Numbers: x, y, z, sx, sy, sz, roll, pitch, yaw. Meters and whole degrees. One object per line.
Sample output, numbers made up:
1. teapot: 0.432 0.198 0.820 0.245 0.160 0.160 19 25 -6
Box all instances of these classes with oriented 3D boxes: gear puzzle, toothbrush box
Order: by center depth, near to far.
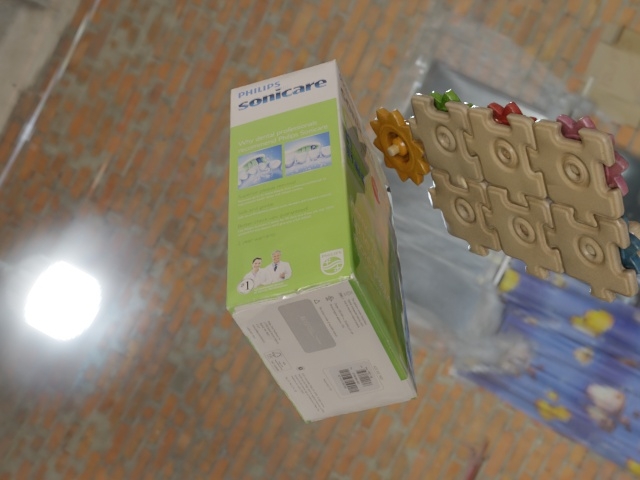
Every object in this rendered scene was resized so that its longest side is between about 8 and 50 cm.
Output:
1. gear puzzle: 0.162 -0.060 1.005 0.044 0.339 0.175 -33 -59 -24
2. toothbrush box: 0.000 0.000 1.057 0.206 0.122 0.283 62 -163 -46
